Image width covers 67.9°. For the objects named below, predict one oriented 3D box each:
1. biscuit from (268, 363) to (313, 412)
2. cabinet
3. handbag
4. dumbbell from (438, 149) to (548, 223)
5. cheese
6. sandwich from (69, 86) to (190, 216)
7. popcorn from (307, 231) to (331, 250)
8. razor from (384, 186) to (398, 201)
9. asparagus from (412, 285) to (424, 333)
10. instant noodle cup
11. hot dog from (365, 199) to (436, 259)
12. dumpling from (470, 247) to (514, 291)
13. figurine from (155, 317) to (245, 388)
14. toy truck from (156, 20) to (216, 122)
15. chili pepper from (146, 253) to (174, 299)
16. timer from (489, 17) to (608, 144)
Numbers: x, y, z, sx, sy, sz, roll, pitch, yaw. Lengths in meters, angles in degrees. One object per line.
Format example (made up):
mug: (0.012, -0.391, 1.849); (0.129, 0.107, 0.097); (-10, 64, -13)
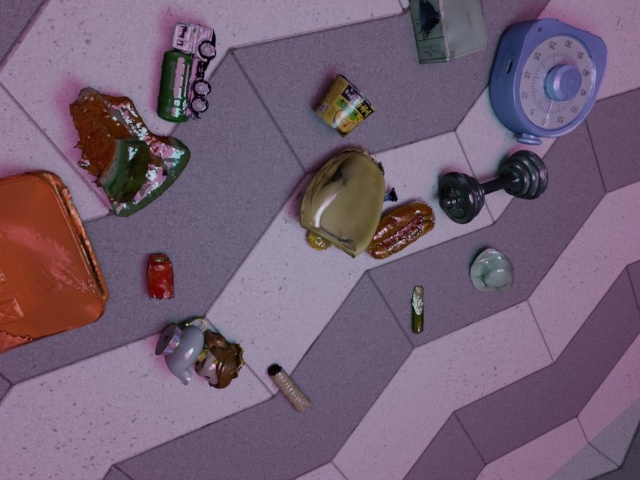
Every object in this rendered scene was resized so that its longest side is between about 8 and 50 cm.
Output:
biscuit: (-0.100, 0.497, 1.590); (0.061, 0.055, 0.219); (-26, 118, 9)
cabinet: (0.361, -0.633, 1.361); (0.150, 0.145, 0.206); (-23, 114, -14)
handbag: (-0.727, 0.051, 1.164); (0.304, 0.116, 0.410); (-17, 112, -13)
dumbbell: (0.569, -0.179, 1.575); (0.406, 0.179, 0.179); (-19, 113, -16)
cheese: (0.080, -0.129, 1.406); (0.259, 0.128, 0.315); (30, 80, -35)
sandwich: (-0.473, -0.228, 1.147); (0.250, 0.162, 0.301); (-39, 120, -11)
popcorn: (0.000, 0.000, 1.475); (0.084, 0.084, 0.084); (-7, 109, -20)
razor: (0.148, -0.068, 1.518); (0.253, 0.042, 0.082); (-47, 154, -1)
asparagus: (0.351, 0.250, 1.702); (0.045, 0.041, 0.178); (-13, 110, -27)
instant noodle cup: (0.061, -0.371, 1.334); (0.122, 0.151, 0.151); (-45, 118, 9)
hot dog: (0.255, -0.037, 1.551); (0.268, 0.075, 0.144); (-30, 118, -8)
dumpling: (0.639, 0.123, 1.741); (0.152, 0.108, 0.219); (-43, 115, -4)
figurine: (-0.341, 0.340, 1.398); (0.263, 0.142, 0.189); (34, 69, -28)
toy truck: (-0.331, -0.411, 1.181); (0.125, 0.101, 0.242); (11, 105, -13)
chili pepper: (-0.441, 0.100, 1.318); (0.070, 0.073, 0.123); (-30, 128, -59)
timer: (0.737, -0.498, 1.544); (0.395, 0.173, 0.395); (-7, 109, -21)
